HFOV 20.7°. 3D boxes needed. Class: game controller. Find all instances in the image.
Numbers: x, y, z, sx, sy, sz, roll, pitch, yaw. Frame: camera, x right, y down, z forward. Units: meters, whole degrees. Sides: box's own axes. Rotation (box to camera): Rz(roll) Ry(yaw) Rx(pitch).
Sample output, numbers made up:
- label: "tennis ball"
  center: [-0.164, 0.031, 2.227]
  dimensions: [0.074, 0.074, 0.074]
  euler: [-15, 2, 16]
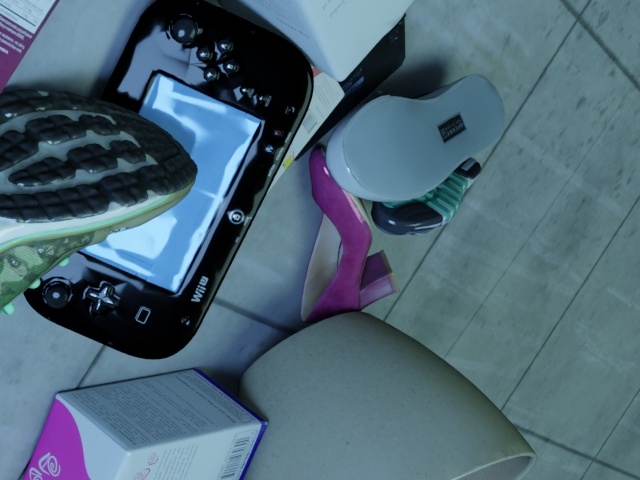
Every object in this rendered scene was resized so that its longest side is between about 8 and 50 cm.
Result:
- label: "game controller"
  center: [-0.135, -0.052, 1.540]
  dimensions: [0.319, 0.166, 0.067]
  euler: [-63, -177, 13]

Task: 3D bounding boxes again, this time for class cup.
- label: "cup"
  center: [0.038, 0.219, 1.927]
  dimensions: [0.331, 0.237, 0.331]
  euler: [-26, 162, -9]

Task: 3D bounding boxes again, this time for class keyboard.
- label: "keyboard"
  center: [0.022, -0.168, 1.785]
  dimensions: [0.180, 0.023, 0.108]
  euler: [-44, 155, -22]

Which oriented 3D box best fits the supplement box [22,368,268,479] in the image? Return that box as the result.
- label: "supplement box"
  center: [-0.176, 0.215, 1.779]
  dimensions: [0.220, 0.114, 0.111]
  euler: [-5, 124, -56]

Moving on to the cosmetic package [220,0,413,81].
- label: "cosmetic package"
  center: [-0.011, -0.267, 1.499]
  dimensions: [0.151, 0.151, 0.183]
  euler: [-49, 150, -12]

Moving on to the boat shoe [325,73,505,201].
- label: "boat shoe"
  center: [0.079, -0.106, 1.844]
  dimensions: [0.306, 0.105, 0.113]
  euler: [-34, 104, -52]

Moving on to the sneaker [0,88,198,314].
- label: "sneaker"
  center: [-0.285, 0.012, 1.407]
  dimensions: [0.410, 0.158, 0.182]
  euler: [-24, 149, -32]

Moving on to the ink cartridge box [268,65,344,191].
- label: "ink cartridge box"
  center: [-0.075, -0.103, 1.657]
  dimensions: [0.198, 0.067, 0.115]
  euler: [-52, 150, -10]

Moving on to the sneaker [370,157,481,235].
- label: "sneaker"
  center: [0.111, -0.029, 1.970]
  dimensions: [0.224, 0.083, 0.098]
  euler: [-34, 155, -56]

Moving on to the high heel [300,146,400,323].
- label: "high heel"
  center: [0.000, 0.000, 1.893]
  dimensions: [0.117, 0.082, 0.244]
  euler: [-23, 141, 2]

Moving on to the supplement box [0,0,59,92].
- label: "supplement box"
  center: [-0.275, -0.155, 1.265]
  dimensions: [0.188, 0.104, 0.081]
  euler: [-58, 151, 2]
